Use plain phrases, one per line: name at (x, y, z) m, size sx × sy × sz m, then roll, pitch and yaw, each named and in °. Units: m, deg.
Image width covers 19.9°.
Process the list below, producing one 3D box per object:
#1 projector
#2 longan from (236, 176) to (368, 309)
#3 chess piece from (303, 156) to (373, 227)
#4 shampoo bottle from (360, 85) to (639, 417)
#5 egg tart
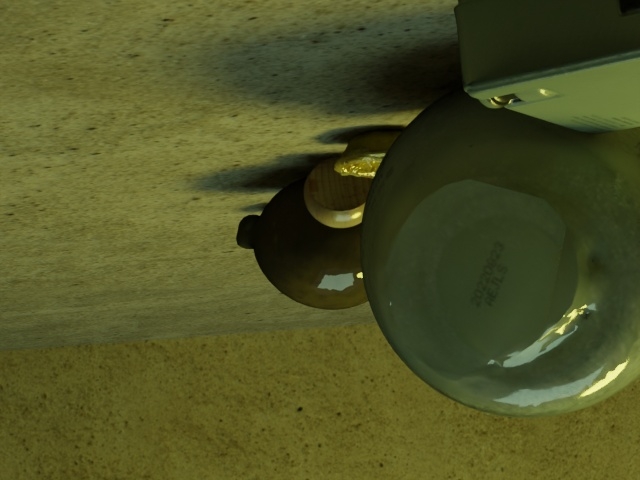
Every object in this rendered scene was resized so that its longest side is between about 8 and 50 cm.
projector at (0.241, -0.159, 1.451) m, size 0.192 × 0.099 × 0.256 m, roll -11°, pitch 170°, yaw 31°
longan at (0.000, 0.000, 2.152) m, size 0.204 × 0.159 × 0.185 m, roll 6°, pitch -176°, yaw 15°
chess piece at (0.023, -0.054, 2.052) m, size 0.083 × 0.084 × 0.038 m, roll -4°, pitch 150°, yaw -4°
shampoo bottle at (0.196, 0.007, 1.716) m, size 0.322 × 0.322 × 0.317 m, roll -7°, pitch -166°, yaw 11°
egg tart at (0.064, -0.094, 1.956) m, size 0.105 × 0.039 × 0.105 m, roll -5°, pitch 172°, yaw -1°
